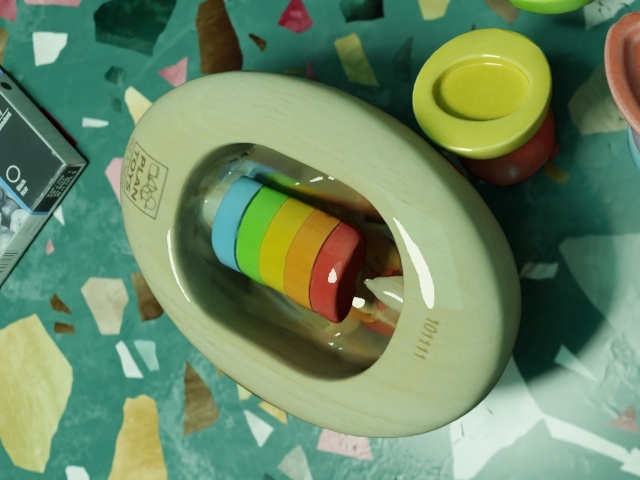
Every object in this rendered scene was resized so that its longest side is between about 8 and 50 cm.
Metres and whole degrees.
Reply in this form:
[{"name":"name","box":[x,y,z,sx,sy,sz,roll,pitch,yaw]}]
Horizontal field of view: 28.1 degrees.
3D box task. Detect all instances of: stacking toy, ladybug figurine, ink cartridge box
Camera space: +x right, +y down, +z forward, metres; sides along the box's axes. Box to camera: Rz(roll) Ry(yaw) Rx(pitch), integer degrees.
[{"name":"stacking toy","box":[0.262,-0.166,1.119,0.309,0.130,0.279,6,68,25]},{"name":"ladybug figurine","box":[0.000,0.000,1.185,0.449,0.162,0.305,31,117,28]},{"name":"ink cartridge box","box":[-0.395,-0.080,1.473,0.208,0.045,0.206,46,111,20]}]
